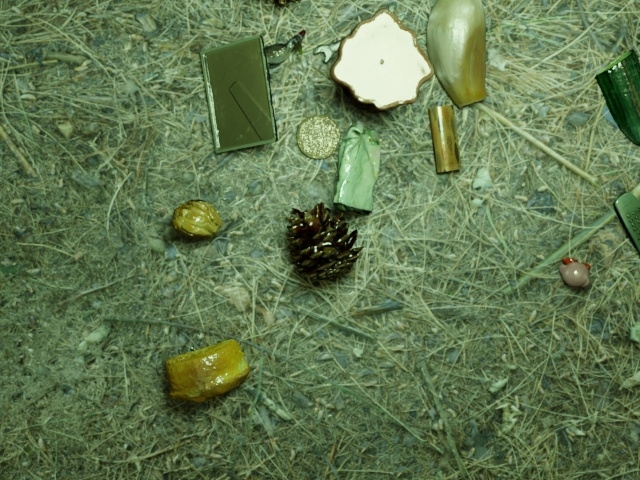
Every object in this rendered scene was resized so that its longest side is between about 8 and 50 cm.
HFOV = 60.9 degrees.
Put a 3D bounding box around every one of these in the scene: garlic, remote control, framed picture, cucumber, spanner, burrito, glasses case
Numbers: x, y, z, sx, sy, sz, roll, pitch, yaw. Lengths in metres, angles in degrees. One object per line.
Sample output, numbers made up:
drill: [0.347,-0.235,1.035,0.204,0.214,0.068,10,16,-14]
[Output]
garlic: [0.351,-0.495,1.381,0.143,0.112,0.318,-11,108,-2]
remote control: [0.859,-0.028,1.460,0.072,0.042,0.222,-34,97,4]
framed picture: [-0.208,-0.366,1.382,0.192,0.018,0.265,-4,97,28]
cucumber: [0.817,-0.362,1.412,0.115,0.063,0.244,-28,98,3]
spanner: [0.100,-0.534,1.408,0.254,0.015,0.054,-27,98,3]
burrito: [0.093,-0.185,1.406,0.089,0.144,0.229,8,90,39]
glasses case: [0.328,-0.267,1.429,0.065,0.041,0.170,-9,96,0]

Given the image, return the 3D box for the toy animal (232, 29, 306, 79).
toy animal: [-0.118,-0.473,1.389,0.202,0.070,0.105,-34,83,5]

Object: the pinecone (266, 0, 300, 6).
pinecone: [-0.092,-0.642,1.339,0.140,0.140,0.121,-16,115,1]

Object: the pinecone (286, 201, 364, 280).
pinecone: [0.005,0.001,1.395,0.184,0.179,0.204,-11,83,-17]

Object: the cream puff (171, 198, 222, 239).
cream puff: [-0.318,-0.055,1.415,0.133,0.119,0.104,9,78,-28]

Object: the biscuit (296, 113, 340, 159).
biscuit: [-0.005,-0.273,1.437,0.120,0.015,0.120,0,98,-1]

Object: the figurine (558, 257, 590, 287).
figurine: [0.682,0.089,1.460,0.083,0.067,0.071,18,76,13]

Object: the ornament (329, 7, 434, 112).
ornament: [0.136,-0.416,1.320,0.235,0.217,0.221,-5,97,1]

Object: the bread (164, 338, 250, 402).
bread: [-0.314,0.353,1.455,0.229,0.139,0.143,-18,89,1]
